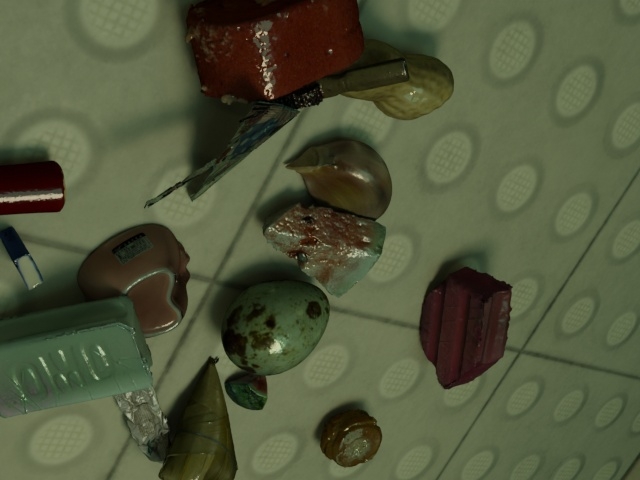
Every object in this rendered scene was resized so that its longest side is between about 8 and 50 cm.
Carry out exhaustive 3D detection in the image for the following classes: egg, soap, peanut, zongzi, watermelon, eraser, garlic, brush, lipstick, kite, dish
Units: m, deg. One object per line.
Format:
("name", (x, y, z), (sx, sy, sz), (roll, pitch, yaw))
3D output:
("egg", (-0.078, 0.154, 1.569), (0.231, 0.169, 0.169), (-26, 132, -34))
("soap", (0.316, 0.203, 1.876), (0.112, 0.182, 0.289), (-14, 121, -30))
("peanut", (0.117, -0.273, 1.449), (0.256, 0.123, 0.124), (4, 117, -35))
("zongzi", (-0.217, 0.376, 1.692), (0.228, 0.114, 0.256), (56, 43, -66))
("watermelon", (0.000, 0.000, 1.552), (0.241, 0.094, 0.154), (24, 131, -31))
("watermelon", (-0.148, 0.300, 1.704), (0.092, 0.072, 0.085), (25, 121, -4))
("eraser", (-0.449, 0.026, 1.271), (0.027, 0.084, 0.063), (-28, 133, -20))
("garlic", (0.066, -0.083, 1.564), (0.129, 0.148, 0.267), (-62, 142, -38))
("brush", (0.020, -0.244, 1.361), (0.247, 0.036, 0.043), (-9, 136, 14))
("soap", (-0.403, 0.185, 1.343), (0.261, 0.094, 0.150), (-11, 127, 0))
("lipstick", (-0.484, -0.068, 1.186), (0.241, 0.080, 0.080), (-8, 124, -32))
("kite", (-0.142, -0.135, 1.295), (0.314, 0.011, 0.335), (-36, 176, -31))
("dish", (-0.294, 0.087, 1.419), (0.213, 0.090, 0.213), (-18, 128, -24))

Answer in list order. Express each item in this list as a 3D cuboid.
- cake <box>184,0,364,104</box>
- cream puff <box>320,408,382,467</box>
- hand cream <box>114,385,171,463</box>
("cake", (-0.060, -0.304, 1.255), (0.282, 0.177, 0.151), (-24, 128, -22))
("cream puff", (0.064, 0.444, 1.913), (0.143, 0.103, 0.126), (-23, 117, -22))
("hand cream", (-0.331, 0.338, 1.599), (0.084, 0.050, 0.257), (-22, 127, -18))
